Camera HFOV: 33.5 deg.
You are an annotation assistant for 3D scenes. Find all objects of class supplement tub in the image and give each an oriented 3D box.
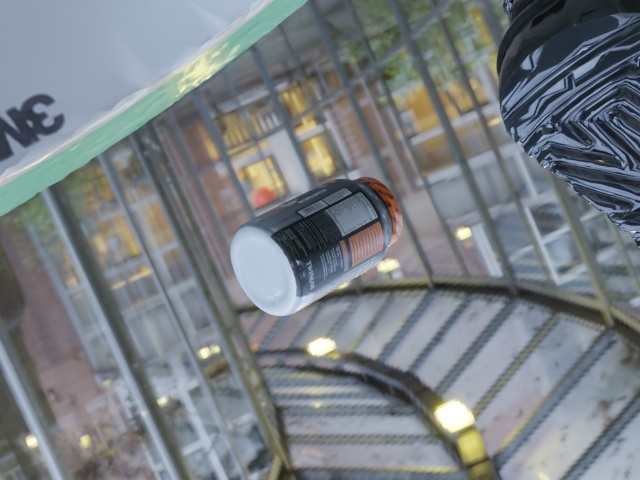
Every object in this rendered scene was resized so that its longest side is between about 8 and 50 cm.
[{"bbox_3d":[0.000,0.000,1.231,0.190,0.117,0.117,-28,-174,-38],"label":"supplement tub"}]

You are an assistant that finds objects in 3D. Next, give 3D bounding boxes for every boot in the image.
[{"bbox_3d":[0.219,-0.106,0.625,0.131,0.348,0.260,-29,-142,30],"label":"boot"}]

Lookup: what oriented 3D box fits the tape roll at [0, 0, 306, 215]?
[{"bbox_3d":[-0.057,-0.087,0.208,0.321,0.077,0.321,-36,179,-1],"label":"tape roll"}]
